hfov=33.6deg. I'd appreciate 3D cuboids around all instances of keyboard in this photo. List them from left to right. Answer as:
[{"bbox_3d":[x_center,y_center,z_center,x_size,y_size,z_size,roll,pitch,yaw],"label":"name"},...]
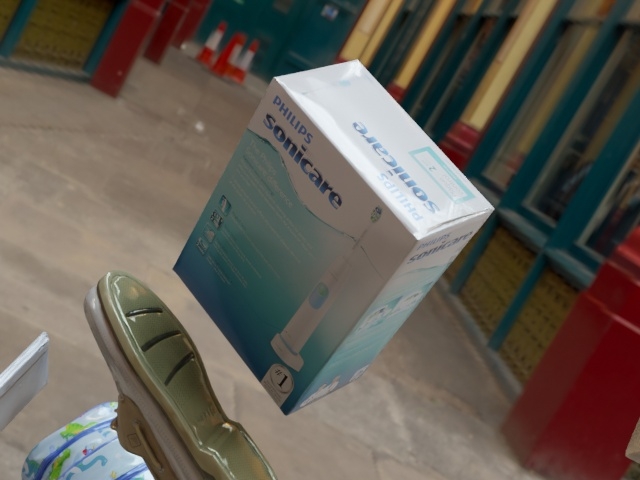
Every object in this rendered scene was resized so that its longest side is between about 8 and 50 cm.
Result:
[{"bbox_3d":[-0.341,0.187,1.049,0.014,0.072,0.256,22,34,10],"label":"keyboard"}]

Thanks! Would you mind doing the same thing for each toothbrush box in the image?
[{"bbox_3d":[0.000,0.000,1.081,0.126,0.295,0.216,-21,63,-43],"label":"toothbrush box"}]

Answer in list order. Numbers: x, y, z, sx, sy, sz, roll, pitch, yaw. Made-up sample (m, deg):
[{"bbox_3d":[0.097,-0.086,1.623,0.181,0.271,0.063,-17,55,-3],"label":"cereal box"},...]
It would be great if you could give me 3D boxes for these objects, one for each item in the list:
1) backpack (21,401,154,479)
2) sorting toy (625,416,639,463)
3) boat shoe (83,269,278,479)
[{"bbox_3d":[-0.336,0.398,1.678,0.273,0.290,0.355,64,-14,-2],"label":"backpack"},{"bbox_3d":[0.377,0.073,0.872,0.089,0.257,0.255,27,-15,5],"label":"sorting toy"},{"bbox_3d":[-0.165,0.178,1.093,0.302,0.103,0.113,58,23,5],"label":"boat shoe"}]
